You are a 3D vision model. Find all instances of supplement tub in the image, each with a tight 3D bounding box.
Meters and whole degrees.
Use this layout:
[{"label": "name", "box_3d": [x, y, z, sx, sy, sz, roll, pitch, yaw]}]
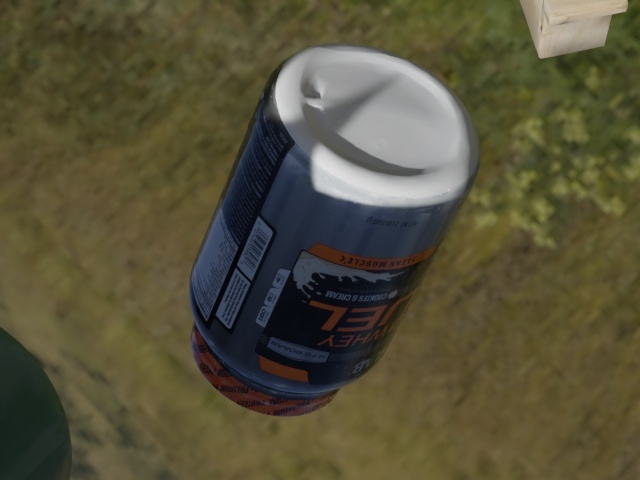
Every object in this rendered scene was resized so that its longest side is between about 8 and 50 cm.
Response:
[{"label": "supplement tub", "box_3d": [0.000, 0.000, 1.630, 0.193, 0.193, 0.316, 42, 136, 18]}]

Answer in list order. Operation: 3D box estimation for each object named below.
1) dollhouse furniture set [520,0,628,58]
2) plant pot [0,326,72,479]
[{"label": "dollhouse furniture set", "box_3d": [0.279, -0.313, 1.217, 0.174, 0.356, 0.303, 87, 171, -63]}, {"label": "plant pot", "box_3d": [-0.411, 0.231, 1.754, 0.293, 0.293, 0.235, 48, -158, -5]}]
